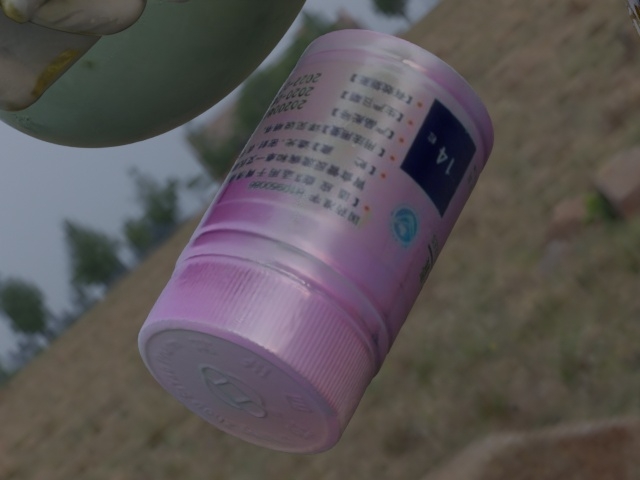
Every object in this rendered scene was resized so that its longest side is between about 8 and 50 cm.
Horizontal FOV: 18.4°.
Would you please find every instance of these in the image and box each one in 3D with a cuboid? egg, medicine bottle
[{"bbox_3d":[-0.132,-0.233,1.391,0.389,0.276,0.276,-54,-5,38],"label":"egg"},{"bbox_3d":[0.000,0.000,1.310,0.254,0.152,0.152,-61,13,-29],"label":"medicine bottle"}]

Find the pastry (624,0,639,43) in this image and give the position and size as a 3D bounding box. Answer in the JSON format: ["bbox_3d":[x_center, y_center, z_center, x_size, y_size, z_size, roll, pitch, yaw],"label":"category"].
[{"bbox_3d":[0.334,-0.170,1.139,0.312,0.388,0.388,-58,-7,36],"label":"pastry"}]

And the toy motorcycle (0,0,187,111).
[{"bbox_3d":[-0.117,-0.098,0.674,0.229,0.074,0.151,-15,-39,-10],"label":"toy motorcycle"}]
